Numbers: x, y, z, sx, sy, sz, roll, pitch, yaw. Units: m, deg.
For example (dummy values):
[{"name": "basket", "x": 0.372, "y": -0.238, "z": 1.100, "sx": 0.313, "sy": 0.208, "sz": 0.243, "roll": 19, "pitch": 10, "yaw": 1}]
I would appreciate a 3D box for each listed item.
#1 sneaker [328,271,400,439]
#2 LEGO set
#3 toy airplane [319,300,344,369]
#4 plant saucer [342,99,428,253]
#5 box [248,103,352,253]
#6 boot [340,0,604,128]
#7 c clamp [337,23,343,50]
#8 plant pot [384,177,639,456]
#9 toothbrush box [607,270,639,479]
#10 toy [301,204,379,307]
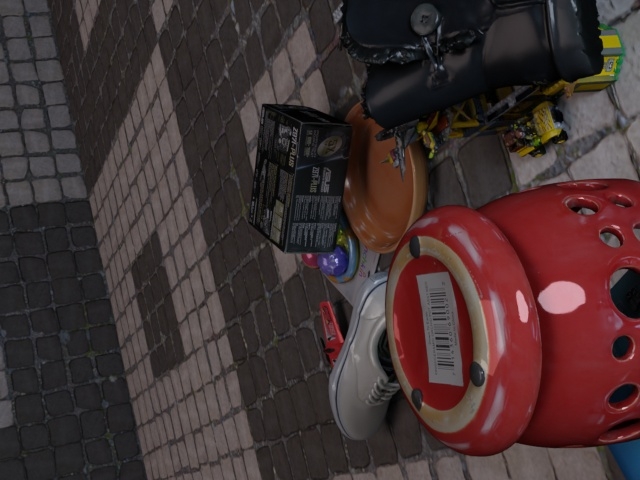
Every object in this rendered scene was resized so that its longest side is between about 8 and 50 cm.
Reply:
[{"name": "sneaker", "x": 0.073, "y": 0.171, "z": 1.179, "sx": 0.091, "sy": 0.094, "sz": 0.258, "roll": -130, "pitch": 40, "yaw": -54}, {"name": "LEGO set", "x": 0.116, "y": -0.236, "z": 0.853, "sx": 0.255, "sy": 0.192, "sz": 0.331, "roll": -19, "pitch": 81, "yaw": 63}, {"name": "toy airplane", "x": 0.038, "y": 0.156, "z": 1.320, "sx": 0.151, "sy": 0.028, "sz": 0.151, "roll": 32, "pitch": 127, "yaw": 56}, {"name": "plant saucer", "x": 0.082, "y": -0.083, "z": 1.149, "sx": 0.200, "sy": 0.037, "sz": 0.199, "roll": 31, "pitch": 125, "yaw": 59}, {"name": "box", "x": -0.031, "y": -0.088, "z": 1.231, "sx": 0.147, "sy": 0.078, "sz": 0.180, "roll": -145, "pitch": 59, "yaw": -60}, {"name": "boot", "x": 0.108, "y": -0.227, "z": 0.728, "sx": 0.207, "sy": 0.094, "sz": 0.246, "roll": -7, "pitch": 92, "yaw": 31}, {"name": "c clamp", "x": 0.064, "y": -0.319, "z": 1.137, "sx": 0.161, "sy": 0.022, "sz": 0.137, "roll": -168, "pitch": 77, "yaw": -64}, {"name": "plant pot", "x": 0.148, "y": 0.054, "z": 0.626, "sx": 0.191, "sy": 0.174, "sz": 0.191, "roll": 175, "pitch": 90, "yaw": -68}, {"name": "toothbrush box", "x": 0.322, "y": 0.080, "z": 0.605, "sx": 0.295, "sy": 0.126, "sz": 0.216, "roll": 113, "pitch": 142, "yaw": -48}, {"name": "toy", "x": 0.000, "y": 0.000, "z": 1.320, "sx": 0.237, "sy": 0.056, "sz": 0.136, "roll": 51, "pitch": 142, "yaw": 46}]
